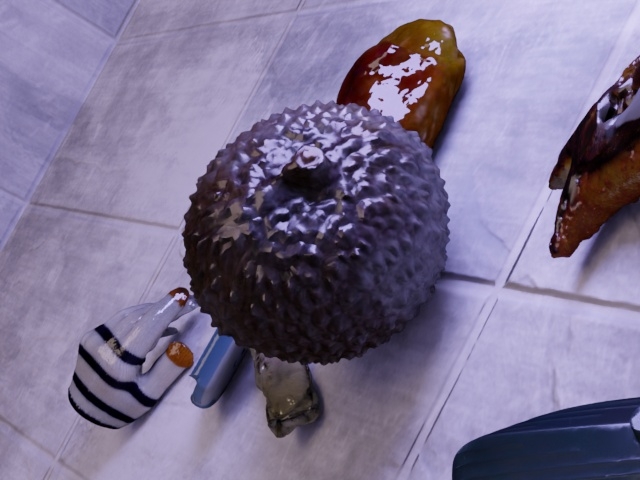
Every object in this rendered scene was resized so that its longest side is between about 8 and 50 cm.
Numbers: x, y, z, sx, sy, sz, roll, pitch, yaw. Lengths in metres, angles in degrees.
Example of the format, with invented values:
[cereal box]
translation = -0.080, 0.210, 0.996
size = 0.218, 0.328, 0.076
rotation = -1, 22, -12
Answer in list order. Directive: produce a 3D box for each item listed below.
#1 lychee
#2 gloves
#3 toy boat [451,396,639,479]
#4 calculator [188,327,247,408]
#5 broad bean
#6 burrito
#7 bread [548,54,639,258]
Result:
[lychee]
translation = 0.004, 0.001, 1.753
size = 0.300, 0.300, 0.300
rotation = -46, 26, 30
[gloves]
translation = -0.258, 0.149, 2.292
size = 0.218, 0.131, 0.140
rotation = -61, 23, 19
[toy boat]
translation = 0.211, 0.186, 1.256
size = 0.296, 0.122, 0.114
rotation = -16, 25, 45
[calculator]
translation = -0.105, 0.114, 2.068
size = 0.210, 0.039, 0.121
rotation = -60, -5, -5
[broad bean]
translation = 0.090, -0.165, 1.960
size = 0.156, 0.122, 0.228
rotation = -9, 57, 65
[burrito]
translation = -0.047, 0.159, 1.926
size = 0.063, 0.058, 0.229
rotation = -58, 19, 15
[bread]
translation = 0.294, -0.094, 1.499
size = 0.269, 0.095, 0.139
rotation = 124, 165, -46
